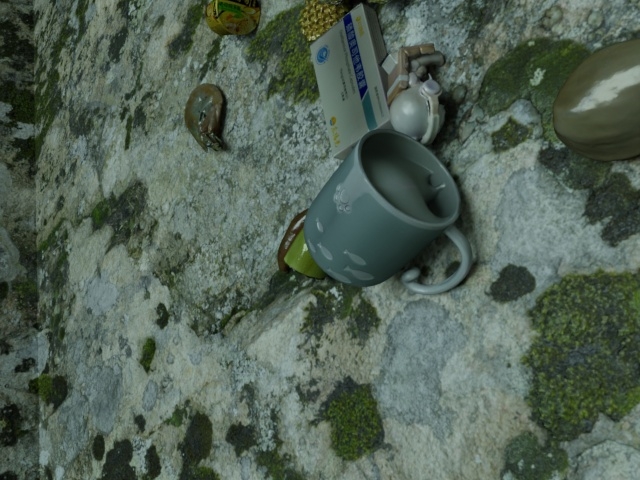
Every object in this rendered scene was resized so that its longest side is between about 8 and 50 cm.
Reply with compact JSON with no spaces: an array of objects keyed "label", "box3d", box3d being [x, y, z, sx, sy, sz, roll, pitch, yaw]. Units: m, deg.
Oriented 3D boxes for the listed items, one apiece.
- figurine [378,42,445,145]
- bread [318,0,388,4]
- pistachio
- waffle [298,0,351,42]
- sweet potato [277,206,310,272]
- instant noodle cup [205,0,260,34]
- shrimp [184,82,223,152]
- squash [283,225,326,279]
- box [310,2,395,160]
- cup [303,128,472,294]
[{"label":"figurine","box3d":[0.219,-0.316,1.528,0.162,0.141,0.236,132,131,-66]},{"label":"bread","box3d":[0.085,-0.676,1.678,0.252,0.133,0.174,21,74,44]},{"label":"pistachio","box3d":[0.533,-0.240,1.158,0.288,0.166,0.197,-20,92,38]},{"label":"waffle","box3d":[0.011,-0.623,1.850,0.191,0.038,0.191,-9,76,44]},{"label":"sweet potato","box3d":[-0.053,-0.023,1.793,0.078,0.058,0.255,48,115,21]},{"label":"instant noodle cup","box3d":[-0.277,-0.699,2.097,0.122,0.152,0.151,8,88,58]},{"label":"shrimp","box3d":[-0.355,-0.389,2.160,0.168,0.077,0.317,-54,46,21]},{"label":"squash","box3d":[0.000,0.000,1.689,0.123,0.123,0.186,50,118,39]},{"label":"box","box3d":[0.086,-0.395,1.711,0.200,0.065,0.343,-29,62,39]},{"label":"cup","box3d":[0.152,-0.020,1.466,0.357,0.259,0.274,45,132,3]}]
